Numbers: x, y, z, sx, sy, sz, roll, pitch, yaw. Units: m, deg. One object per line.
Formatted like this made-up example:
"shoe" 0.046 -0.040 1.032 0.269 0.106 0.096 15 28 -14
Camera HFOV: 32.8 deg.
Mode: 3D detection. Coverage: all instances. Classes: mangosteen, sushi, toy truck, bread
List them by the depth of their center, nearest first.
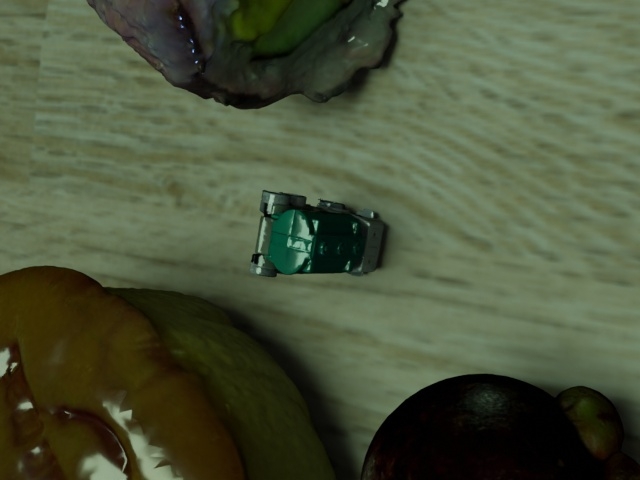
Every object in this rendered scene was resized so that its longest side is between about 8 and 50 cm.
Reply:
"mangosteen" 0.083 0.116 0.437 0.140 0.140 0.140 -2 87 37
"sushi" -0.025 -0.183 0.498 0.107 0.161 0.241 32 108 35
"toy truck" 0.000 0.000 0.522 0.044 0.083 0.039 14 96 30
"bread" -0.113 0.148 0.558 0.270 0.148 0.269 -1 88 37
